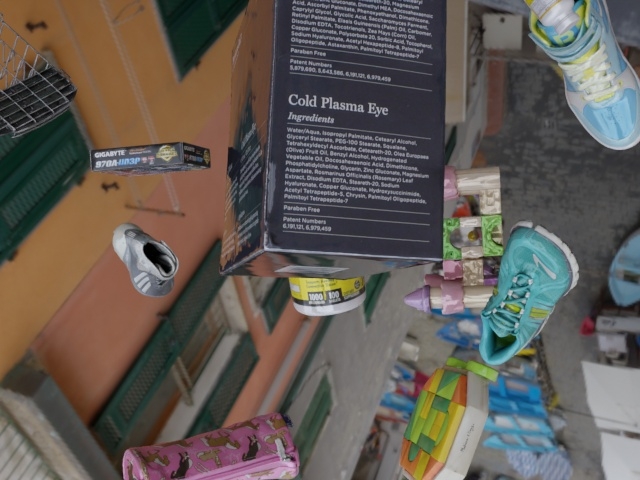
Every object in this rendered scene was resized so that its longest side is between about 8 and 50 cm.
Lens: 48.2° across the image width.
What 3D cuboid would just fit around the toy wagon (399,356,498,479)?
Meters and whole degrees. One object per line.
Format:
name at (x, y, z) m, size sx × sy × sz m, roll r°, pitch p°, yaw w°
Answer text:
toy wagon at (0.217, 0.347, 1.327) m, size 0.068 × 0.267 × 0.344 m, roll 24°, pitch 172°, yaw -4°

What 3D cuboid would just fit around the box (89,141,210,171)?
box at (-0.381, -0.183, 1.626) m, size 0.220 × 0.175 × 0.051 m, roll -4°, pitch 91°, yaw 12°

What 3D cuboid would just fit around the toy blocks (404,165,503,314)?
toy blocks at (0.238, -0.005, 1.455) m, size 0.259 × 0.309 × 0.289 m, roll -4°, pitch 93°, yaw 14°

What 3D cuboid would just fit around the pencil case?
pencil case at (-0.237, 0.490, 1.565) m, size 0.385 × 0.160 × 0.167 m, roll -6°, pitch 141°, yaw -30°

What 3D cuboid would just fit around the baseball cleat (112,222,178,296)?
baseball cleat at (-0.273, 0.052, 1.184) m, size 0.109 × 0.072 × 0.206 m, roll 26°, pitch 160°, yaw 25°

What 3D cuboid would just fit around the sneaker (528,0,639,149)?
sneaker at (0.435, -0.292, 1.186) m, size 0.127 × 0.208 × 0.319 m, roll -24°, pitch 88°, yaw 33°

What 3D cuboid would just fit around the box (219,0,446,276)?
box at (-0.002, -0.121, 0.817) m, size 0.178 × 0.313 × 0.343 m, roll 3°, pitch 174°, yaw -14°

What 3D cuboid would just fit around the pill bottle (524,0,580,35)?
pill bottle at (0.270, -0.285, 0.848) m, size 0.083 × 0.043 × 0.043 m, roll 55°, pitch 141°, yaw 8°

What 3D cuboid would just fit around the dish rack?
dish rack at (-0.527, -0.261, 1.105) m, size 0.271 × 0.208 × 0.074 m, roll 41°, pitch 136°, yaw 2°

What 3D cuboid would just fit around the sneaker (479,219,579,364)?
sneaker at (0.283, 0.084, 1.008) m, size 0.107 × 0.110 × 0.275 m, roll 31°, pitch 147°, yaw 27°

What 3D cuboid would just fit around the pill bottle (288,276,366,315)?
pill bottle at (0.000, 0.000, 1.751) m, size 0.187 × 0.188 × 0.334 m, roll -1°, pitch 106°, yaw 32°
